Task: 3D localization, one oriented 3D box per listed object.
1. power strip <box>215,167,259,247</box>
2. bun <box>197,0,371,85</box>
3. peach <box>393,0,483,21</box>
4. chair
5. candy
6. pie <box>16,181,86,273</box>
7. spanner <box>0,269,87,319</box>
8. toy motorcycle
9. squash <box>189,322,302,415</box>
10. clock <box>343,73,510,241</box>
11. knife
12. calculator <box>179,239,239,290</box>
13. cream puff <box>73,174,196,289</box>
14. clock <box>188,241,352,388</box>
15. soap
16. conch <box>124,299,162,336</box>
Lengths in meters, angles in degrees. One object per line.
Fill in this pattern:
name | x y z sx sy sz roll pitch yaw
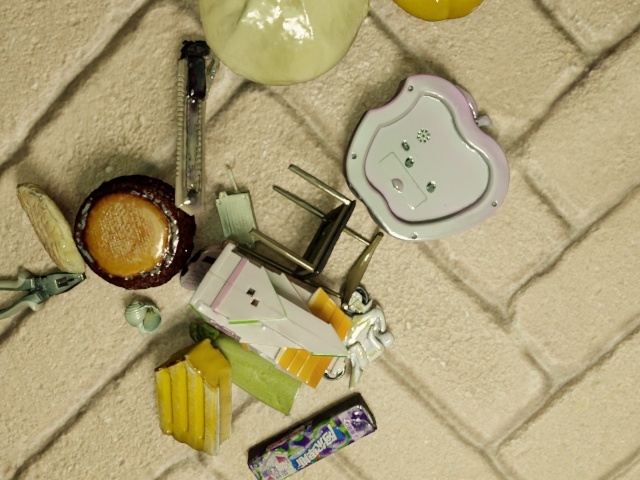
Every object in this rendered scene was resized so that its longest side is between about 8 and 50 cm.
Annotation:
power strip | -0.182 -0.068 1.107 0.075 0.042 0.175 -10 101 2
bun | -0.076 -0.482 0.957 0.364 0.202 0.364 0 101 -1
peach | 0.226 -0.543 0.969 0.251 0.153 0.251 1 95 6
chair | 0.000 0.000 1.039 0.272 0.166 0.188 31 72 -10
candy | -0.022 0.465 1.187 0.312 0.061 0.088 -30 100 6
pie | -0.556 -0.024 1.063 0.052 0.185 0.218 -31 101 -30
spanner | -0.678 0.119 1.151 0.324 0.040 0.096 -15 100 5
toy motorcycle | 0.085 0.218 1.138 0.151 0.074 0.229 18 90 3
squash | -0.169 0.274 1.145 0.287 0.137 0.137 21 100 10
clock | 0.218 -0.162 1.056 0.338 0.102 0.339 0 100 1
knife | -0.246 -0.231 1.023 0.089 0.043 0.365 5 83 -30
calculator | -0.236 0.053 1.106 0.166 0.103 0.024 -43 52 20
cream puff | -0.372 -0.017 1.058 0.239 0.165 0.239 0 99 1
clock | -0.076 0.160 1.023 0.309 0.235 0.166 31 73 5
soap | -0.272 0.327 1.105 0.160 0.080 0.258 17 119 18
conch | -0.395 0.166 1.147 0.076 0.057 0.085 -14 130 -14
